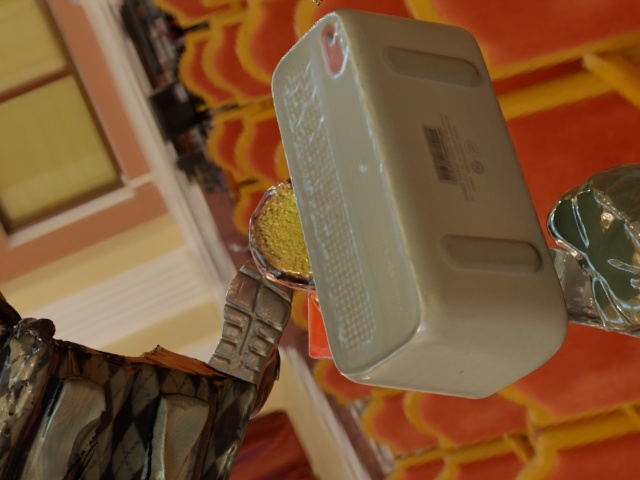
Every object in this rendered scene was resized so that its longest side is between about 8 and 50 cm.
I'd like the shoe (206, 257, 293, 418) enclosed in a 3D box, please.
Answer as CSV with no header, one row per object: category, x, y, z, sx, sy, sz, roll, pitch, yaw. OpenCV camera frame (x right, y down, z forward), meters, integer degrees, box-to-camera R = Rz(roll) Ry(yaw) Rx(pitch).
shoe,-0.103,0.169,1.889,0.114,0.291,0.137,17,173,19

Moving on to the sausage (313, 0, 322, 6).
sausage,-0.013,-0.412,1.613,0.062,0.054,0.183,-4,-99,-67

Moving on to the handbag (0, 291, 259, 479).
handbag,-0.206,0.211,0.945,0.180,0.316,0.416,19,177,22

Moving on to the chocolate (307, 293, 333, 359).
chocolate,0.128,0.021,2.256,0.161,0.360,0.341,16,120,29

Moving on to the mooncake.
mooncake,0.313,0.008,1.226,0.175,0.104,0.168,42,145,38

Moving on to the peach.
peach,0.001,0.000,1.383,0.092,0.172,0.127,71,-155,-75

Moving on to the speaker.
speaker,0.091,-0.045,1.235,0.183,0.184,0.406,-40,54,44

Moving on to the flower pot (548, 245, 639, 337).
flower pot,0.439,0.082,1.748,0.103,0.229,0.108,1,-80,-81
